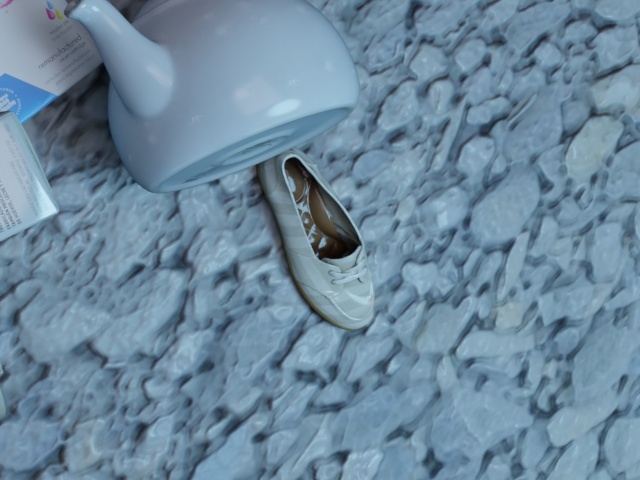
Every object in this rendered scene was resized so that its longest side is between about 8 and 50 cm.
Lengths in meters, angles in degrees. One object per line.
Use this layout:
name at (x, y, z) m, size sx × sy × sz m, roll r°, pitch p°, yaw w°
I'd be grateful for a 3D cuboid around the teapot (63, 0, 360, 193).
teapot at (-0.094, -0.168, 1.250) m, size 0.253 × 0.256 × 0.187 m, roll -22°, pitch 86°, yaw -11°

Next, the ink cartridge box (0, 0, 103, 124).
ink cartridge box at (-0.321, -0.217, 1.213) m, size 0.134 × 0.078 × 0.231 m, roll -42°, pitch 108°, yaw -18°

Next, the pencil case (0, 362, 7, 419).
pencil case at (-0.458, 0.164, 1.121) m, size 0.410 × 0.183 × 0.160 m, roll -29°, pitch 78°, yaw -22°

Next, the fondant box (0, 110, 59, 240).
fondant box at (-0.406, 0.003, 1.093) m, size 0.330 × 0.238 × 0.096 m, roll -28°, pitch 105°, yaw -22°

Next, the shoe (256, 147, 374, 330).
shoe at (0.000, 0.000, 1.387) m, size 0.076 × 0.058 × 0.219 m, roll -33°, pitch 105°, yaw -21°
